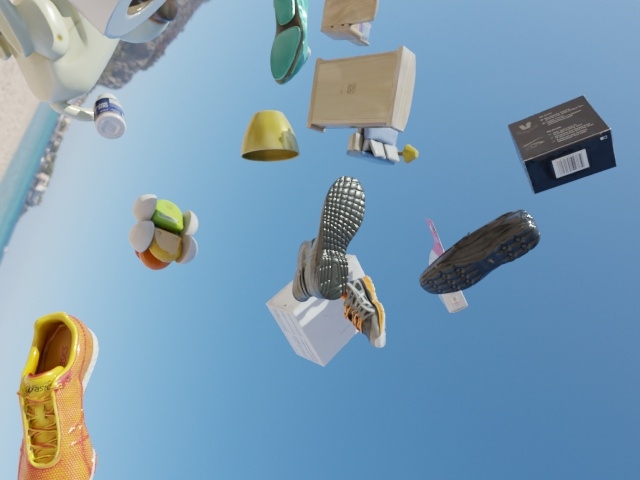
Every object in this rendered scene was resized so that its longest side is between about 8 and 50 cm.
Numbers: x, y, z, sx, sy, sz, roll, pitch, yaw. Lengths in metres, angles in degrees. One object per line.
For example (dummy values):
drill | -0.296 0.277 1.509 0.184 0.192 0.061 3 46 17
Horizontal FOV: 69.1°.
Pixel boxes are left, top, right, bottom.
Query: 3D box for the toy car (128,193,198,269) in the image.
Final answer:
toy car | -0.394 -0.011 1.133 0.136 0.159 0.182 -35 -132 32

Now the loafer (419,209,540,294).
loafer | 0.274 0.023 0.822 0.223 0.076 0.078 -35 -153 26

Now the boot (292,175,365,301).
boot | 0.000 0.000 0.915 0.161 0.083 0.247 -9 -114 64

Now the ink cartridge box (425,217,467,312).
ink cartridge box | 0.311 0.061 1.243 0.066 0.233 0.189 -27 -178 9

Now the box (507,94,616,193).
box | 0.486 -0.196 0.946 0.155 0.093 0.158 -20 -145 23

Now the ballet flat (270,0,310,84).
ballet flat | -0.053 -0.430 0.977 0.083 0.087 0.248 -10 -106 34

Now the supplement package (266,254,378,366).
supplement package | 0.013 0.192 1.369 0.262 0.204 0.145 -40 -155 -28

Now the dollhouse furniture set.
dollhouse furniture set | 0.157 -0.313 0.958 0.198 0.303 0.287 11 -86 39

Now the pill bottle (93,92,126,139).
pill bottle | -0.501 -0.299 1.100 0.067 0.067 0.120 -51 -135 25

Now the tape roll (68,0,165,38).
tape roll | -0.362 -0.512 0.825 0.246 0.169 0.246 -39 -160 17

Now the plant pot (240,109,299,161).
plant pot | -0.116 -0.239 1.054 0.134 0.134 0.095 -6 -93 55

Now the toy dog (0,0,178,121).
toy dog | -0.535 -0.526 1.090 0.284 0.396 0.408 9 -133 50

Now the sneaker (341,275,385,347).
sneaker | 0.092 0.161 1.030 0.215 0.083 0.084 -109 -166 -61

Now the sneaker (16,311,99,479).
sneaker | -0.226 0.145 0.383 0.067 0.064 0.175 83 -8 -62
